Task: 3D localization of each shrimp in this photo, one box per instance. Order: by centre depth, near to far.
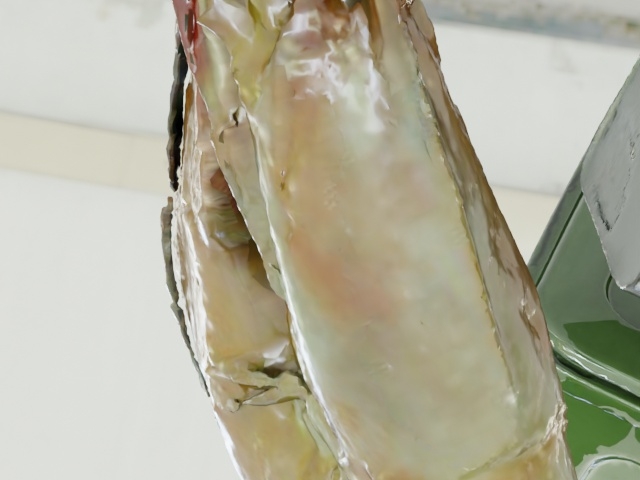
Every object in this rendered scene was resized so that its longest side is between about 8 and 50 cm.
[{"bbox_3d":[-0.001,0.000,0.476,0.062,0.294,0.154,-30,-148,-35],"label":"shrimp"}]

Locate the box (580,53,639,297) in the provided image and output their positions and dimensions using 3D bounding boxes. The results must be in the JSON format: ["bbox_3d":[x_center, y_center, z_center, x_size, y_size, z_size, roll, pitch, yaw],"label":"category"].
[{"bbox_3d":[0.219,-0.059,0.740,0.135,0.243,0.163,19,-153,-13],"label":"box"}]

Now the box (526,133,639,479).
[{"bbox_3d":[0.257,0.099,0.939,0.328,0.178,0.253,25,-141,10],"label":"box"}]
